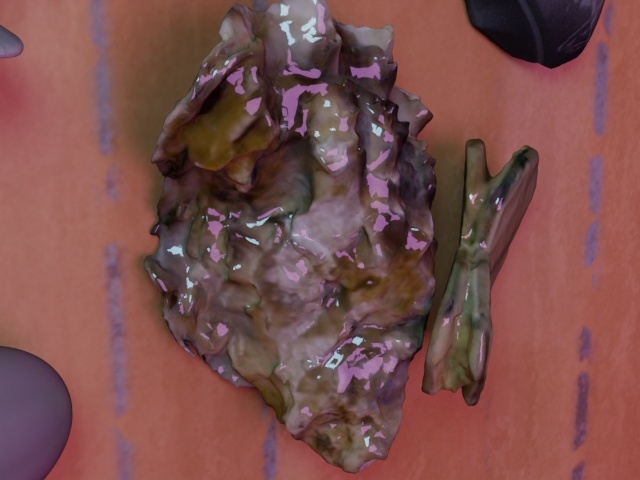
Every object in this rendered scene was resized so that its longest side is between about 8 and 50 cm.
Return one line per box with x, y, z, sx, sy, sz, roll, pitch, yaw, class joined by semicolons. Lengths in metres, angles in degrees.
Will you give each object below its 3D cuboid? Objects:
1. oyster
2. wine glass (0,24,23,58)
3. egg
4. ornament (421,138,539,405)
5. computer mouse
0.001;0.000;0.835;0.238;0.115;0.351;-20;115;-31;oyster
-0.199;-0.198;0.601;0.165;0.165;0.196;4;105;-38;wine glass
-0.211;0.116;0.715;0.135;0.103;0.103;-27;118;-30;egg
0.117;0.038;0.937;0.180;0.059;0.201;86;19;-61;ornament
0.161;-0.232;0.915;0.126;0.071;0.231;-42;124;-20;computer mouse
